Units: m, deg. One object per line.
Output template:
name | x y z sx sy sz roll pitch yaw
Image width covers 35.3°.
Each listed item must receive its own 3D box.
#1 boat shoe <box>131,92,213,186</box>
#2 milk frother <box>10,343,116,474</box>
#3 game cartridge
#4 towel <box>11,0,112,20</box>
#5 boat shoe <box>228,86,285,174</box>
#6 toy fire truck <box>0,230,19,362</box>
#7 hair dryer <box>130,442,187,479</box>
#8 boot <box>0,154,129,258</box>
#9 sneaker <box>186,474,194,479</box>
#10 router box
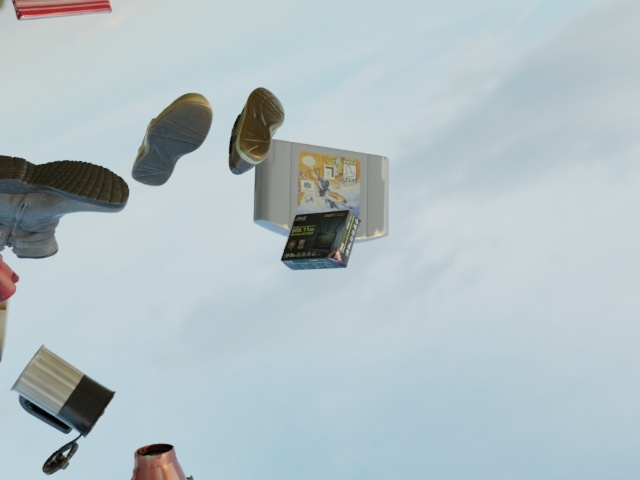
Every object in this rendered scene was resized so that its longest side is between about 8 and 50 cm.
boat shoe | -0.346 -0.252 2.312 0.341 0.121 0.110 -39 -142 47
milk frother | -0.402 0.254 1.493 0.129 0.134 0.143 -53 -173 22
game cartridge | 0.008 -0.092 2.051 0.297 0.198 0.062 6 164 -25
towel | -0.536 -0.551 1.943 0.198 0.275 0.031 -16 168 -34
boat shoe | -0.082 -0.131 1.189 0.049 0.056 0.152 -40 -162 30
toy fire truck | -0.510 0.099 1.440 0.158 0.246 0.217 -20 -145 28
hair dryer | -0.149 0.302 0.994 0.080 0.294 0.224 -9 -133 -8
boot | -0.571 -0.057 2.148 0.338 0.223 0.118 11 -142 3
sneaker | -0.274 0.527 2.072 0.170 0.089 0.051 17 -177 2
router box | 0.000 0.000 1.682 0.122 0.038 0.092 -4 -123 39
